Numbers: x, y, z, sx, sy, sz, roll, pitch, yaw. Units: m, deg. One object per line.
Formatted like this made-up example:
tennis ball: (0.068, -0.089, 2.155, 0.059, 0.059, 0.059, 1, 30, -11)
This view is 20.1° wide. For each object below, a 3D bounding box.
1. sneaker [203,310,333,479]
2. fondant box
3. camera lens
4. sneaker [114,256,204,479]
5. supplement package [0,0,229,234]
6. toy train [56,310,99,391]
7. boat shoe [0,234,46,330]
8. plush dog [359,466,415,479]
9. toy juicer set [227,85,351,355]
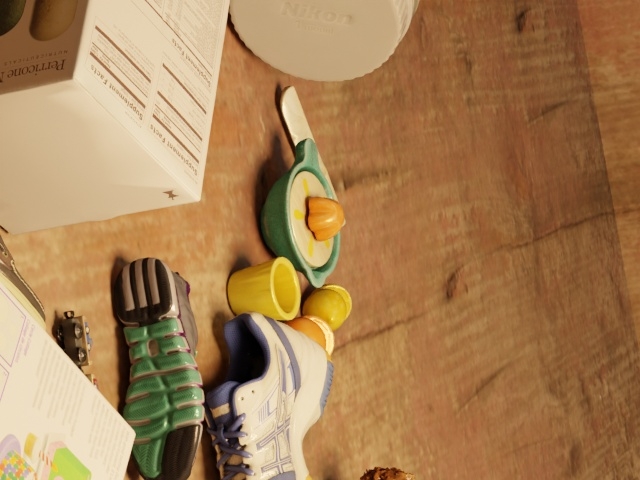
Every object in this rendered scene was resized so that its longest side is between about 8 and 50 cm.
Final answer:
sneaker: (-0.079, 0.211, 1.858, 0.131, 0.112, 0.296, 36, 46, -33)
fondant box: (-0.286, 0.164, 1.414, 0.330, 0.096, 0.238, 55, 35, -41)
camera lens: (0.019, -0.346, 2.088, 0.219, 0.219, 0.274, 58, 33, -39)
sneaker: (-0.140, 0.129, 1.755, 0.098, 0.083, 0.223, 21, 62, -67)
supplement package: (-0.218, -0.176, 1.550, 0.198, 0.199, 0.262, 47, 41, -49)
toy train: (-0.215, 0.142, 1.651, 0.036, 0.027, 0.158, -5, 87, -68)
boat shoe: (-0.291, 0.004, 1.475, 0.223, 0.080, 0.073, 48, 45, -42)
plush dog: (0.052, 0.378, 2.009, 0.225, 0.211, 0.262, -78, 179, -64)
toy juicer set: (0.000, 0.000, 2.082, 0.209, 0.089, 0.329, 57, 34, -41)
